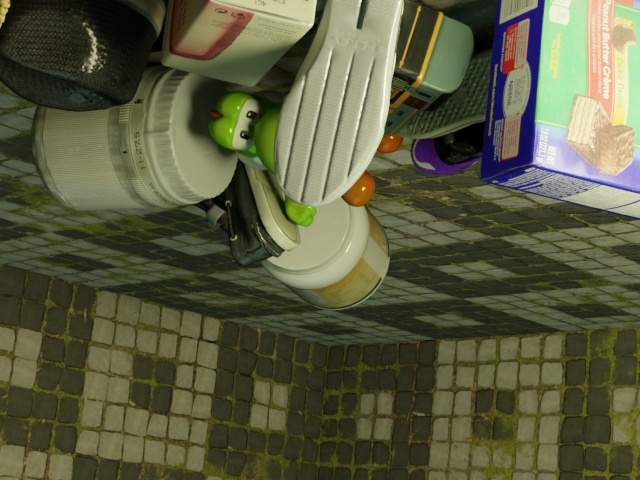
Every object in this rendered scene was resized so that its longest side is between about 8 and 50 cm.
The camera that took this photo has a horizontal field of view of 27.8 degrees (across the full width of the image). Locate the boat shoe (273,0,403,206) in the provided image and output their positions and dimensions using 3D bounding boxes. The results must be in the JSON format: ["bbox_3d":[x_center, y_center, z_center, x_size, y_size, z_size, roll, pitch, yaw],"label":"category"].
[{"bbox_3d":[0.041,-0.201,1.500,0.121,0.335,0.119,21,-166,7],"label":"boat shoe"}]

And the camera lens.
[{"bbox_3d":[-0.293,-0.158,2.020,0.274,0.219,0.219,-2,165,27],"label":"camera lens"}]

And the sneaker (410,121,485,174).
[{"bbox_3d":[0.219,-0.164,1.945,0.146,0.102,0.293,-20,180,-43],"label":"sneaker"}]

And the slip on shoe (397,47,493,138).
[{"bbox_3d":[0.193,-0.215,1.838,0.101,0.123,0.331,-18,-171,-41],"label":"slip on shoe"}]

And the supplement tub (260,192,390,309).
[{"bbox_3d":[0.000,0.000,2.544,0.228,0.228,0.316,2,166,15],"label":"supplement tub"}]

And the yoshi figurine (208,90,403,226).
[{"bbox_3d":[-0.008,-0.139,1.970,0.203,0.203,0.362,-21,162,34],"label":"yoshi figurine"}]

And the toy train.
[{"bbox_3d":[0.071,-0.224,1.711,0.190,0.142,0.334,22,164,-8],"label":"toy train"}]

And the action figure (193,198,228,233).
[{"bbox_3d":[-0.264,-0.108,2.406,0.285,0.099,0.185,32,156,-5],"label":"action figure"}]

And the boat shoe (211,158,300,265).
[{"bbox_3d":[-0.123,-0.078,2.095,0.113,0.340,0.127,-35,133,14],"label":"boat shoe"}]

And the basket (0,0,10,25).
[{"bbox_3d":[-0.483,-0.293,1.454,0.223,0.213,0.299,12,154,-28],"label":"basket"}]

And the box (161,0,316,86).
[{"bbox_3d":[-0.095,-0.295,1.525,0.127,0.148,0.232,11,165,-18],"label":"box"}]

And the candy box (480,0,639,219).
[{"bbox_3d":[0.368,-0.176,1.577,0.317,0.268,0.122,11,169,-25],"label":"candy box"}]

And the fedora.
[{"bbox_3d":[-0.340,-0.267,1.729,0.334,0.152,0.334,5,166,1],"label":"fedora"}]
